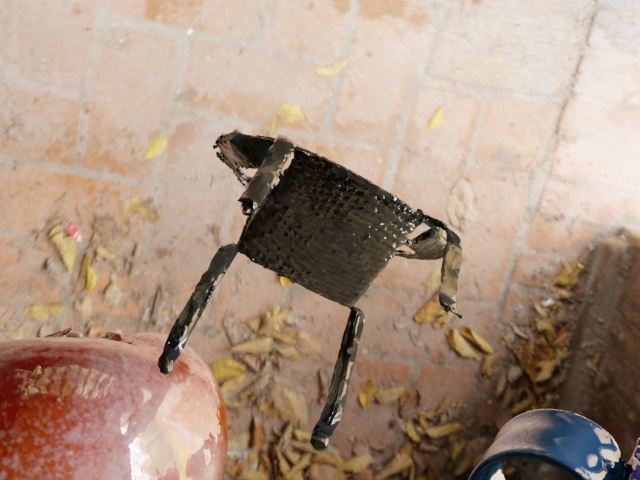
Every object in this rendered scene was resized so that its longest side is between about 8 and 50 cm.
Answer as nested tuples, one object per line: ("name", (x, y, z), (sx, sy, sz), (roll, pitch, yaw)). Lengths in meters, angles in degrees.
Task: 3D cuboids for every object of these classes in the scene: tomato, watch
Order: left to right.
("tomato", (-0.212, 0.186, 0.692), (0.270, 0.270, 0.227), (-4, 86, -4))
("watch", (0.270, 0.293, 0.925), (0.200, 0.171, 0.196), (17, 108, 24))

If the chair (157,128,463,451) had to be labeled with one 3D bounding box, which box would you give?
("chair", (0.000, 0.000, 0.532), (0.174, 0.213, 0.149), (27, 124, -10))
